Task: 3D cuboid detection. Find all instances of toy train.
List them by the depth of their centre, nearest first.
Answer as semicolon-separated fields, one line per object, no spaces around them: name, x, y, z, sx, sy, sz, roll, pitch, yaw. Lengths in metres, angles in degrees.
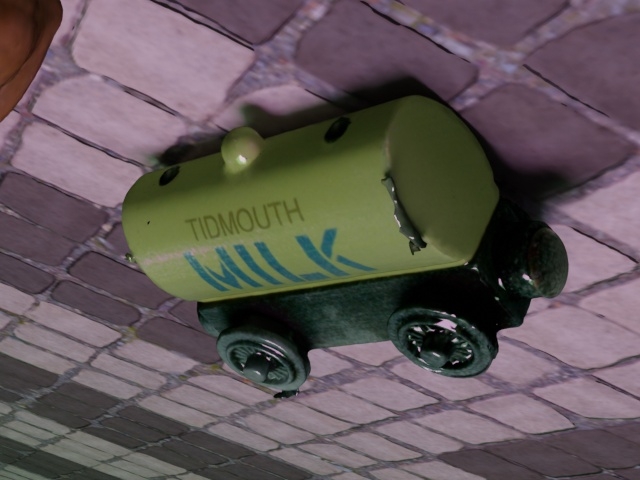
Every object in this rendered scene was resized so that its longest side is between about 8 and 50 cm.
toy train;0.000;0.000;0.566;0.253;0.105;0.157;-10;131;45

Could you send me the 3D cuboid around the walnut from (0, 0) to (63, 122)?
walnut;-0.184;-0.100;0.406;0.166;0.149;0.166;6;-172;-1
